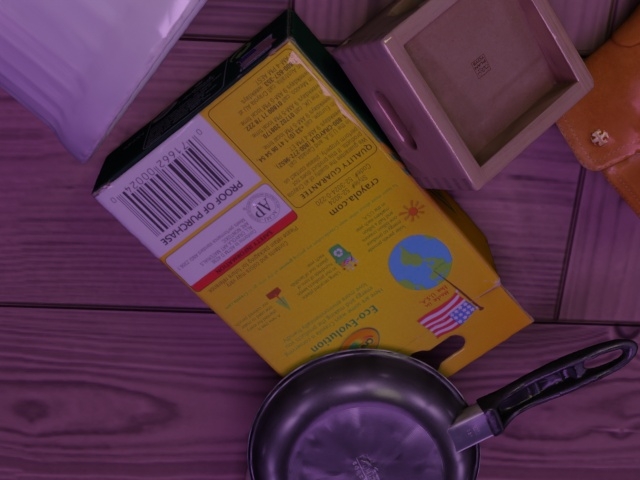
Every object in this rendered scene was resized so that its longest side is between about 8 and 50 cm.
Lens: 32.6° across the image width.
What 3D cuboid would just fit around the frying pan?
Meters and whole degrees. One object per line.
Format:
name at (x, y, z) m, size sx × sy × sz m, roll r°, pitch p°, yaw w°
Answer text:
frying pan at (0.101, 0.184, 0.909) m, size 0.326 × 0.053 × 0.197 m, roll -1°, pitch 108°, yaw 1°

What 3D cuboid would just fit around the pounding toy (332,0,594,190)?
pounding toy at (0.115, -0.170, 0.797) m, size 0.206 × 0.094 × 0.181 m, roll -41°, pitch 108°, yaw -16°

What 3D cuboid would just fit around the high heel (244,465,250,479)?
high heel at (0.000, 0.275, 1.059) m, size 0.181 × 0.127 × 0.377 m, roll 15°, pitch 114°, yaw -54°

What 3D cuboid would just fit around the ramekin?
ramekin at (-0.120, -0.197, 0.678) m, size 0.135 × 0.277 × 0.277 m, roll 36°, pitch 112°, yaw -11°

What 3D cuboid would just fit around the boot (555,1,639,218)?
boot at (0.255, -0.160, 0.806) m, size 0.211 × 0.104 × 0.295 m, roll -26°, pitch 106°, yaw 25°

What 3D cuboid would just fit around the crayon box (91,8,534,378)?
crayon box at (0.000, 0.000, 0.891) m, size 0.202 × 0.081 × 0.318 m, roll -35°, pitch 113°, yaw 16°
